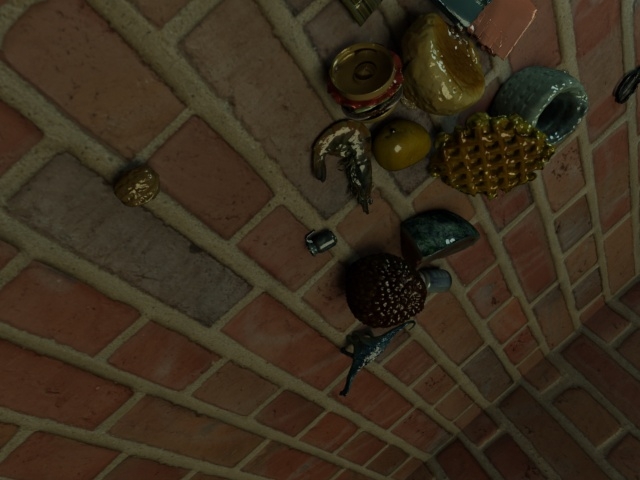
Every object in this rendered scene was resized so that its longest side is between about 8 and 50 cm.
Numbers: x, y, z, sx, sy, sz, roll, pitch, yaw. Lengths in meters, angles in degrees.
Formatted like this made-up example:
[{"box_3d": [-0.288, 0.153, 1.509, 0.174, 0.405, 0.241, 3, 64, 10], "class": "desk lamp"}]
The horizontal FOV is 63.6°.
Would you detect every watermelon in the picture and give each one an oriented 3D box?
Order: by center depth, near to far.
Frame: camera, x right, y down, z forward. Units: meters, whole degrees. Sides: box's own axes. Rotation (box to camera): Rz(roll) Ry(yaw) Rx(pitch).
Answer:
[{"box_3d": [0.367, -0.005, 1.656, 0.318, 0.148, 0.226, -7, 147, -48], "class": "watermelon"}]

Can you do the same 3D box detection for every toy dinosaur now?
[{"box_3d": [0.167, 0.376, 1.798, 0.363, 0.147, 0.076, -40, 140, -11], "class": "toy dinosaur"}]

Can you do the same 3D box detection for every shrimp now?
[{"box_3d": [0.064, -0.170, 1.337, 0.169, 0.058, 0.296, -21, 130, -12], "class": "shrimp"}]

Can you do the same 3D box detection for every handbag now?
[{"box_3d": [0.340, -0.593, 1.125, 0.144, 0.057, 0.221, 39, 99, -12], "class": "handbag"}, {"box_3d": [0.423, -0.554, 1.263, 0.212, 0.059, 0.157, 17, 112, -41], "class": "handbag"}]

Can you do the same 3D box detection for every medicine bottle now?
[{"box_3d": [0.359, 0.140, 1.774, 0.203, 0.083, 0.084, 2, 123, -38], "class": "medicine bottle"}]

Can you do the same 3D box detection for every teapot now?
[{"box_3d": [0.002, 0.003, 1.436, 0.083, 0.049, 0.064, -30, 137, -10], "class": "teapot"}]

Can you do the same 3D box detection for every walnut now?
[{"box_3d": [-0.374, -0.111, 1.061, 0.096, 0.083, 0.079, -32, 165, -10], "class": "walnut"}]

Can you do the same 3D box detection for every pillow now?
[{"box_3d": [0.121, -0.556, 1.064, 0.203, 0.038, 0.113, -49, 136, 9], "class": "pillow"}]

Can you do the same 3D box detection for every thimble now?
[{"box_3d": [0.624, -0.378, 1.467, 0.250, 0.172, 0.205, -37, 135, -1], "class": "thimble"}]

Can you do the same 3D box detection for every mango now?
[{"box_3d": [0.216, -0.246, 1.348, 0.195, 0.098, 0.137, -3, 128, -50], "class": "mango"}]

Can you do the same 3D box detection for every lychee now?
[{"box_3d": [0.194, 0.150, 1.556, 0.235, 0.271, 0.236, 8, 78, -41], "class": "lychee"}]

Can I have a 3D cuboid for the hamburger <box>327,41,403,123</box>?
[{"box_3d": [0.107, -0.340, 1.146, 0.175, 0.175, 0.137, -40, 151, 0], "class": "hamburger"}]

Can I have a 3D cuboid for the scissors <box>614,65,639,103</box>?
[{"box_3d": [1.101, -0.596, 1.731, 0.300, 0.022, 0.109, -52, 140, 12], "class": "scissors"}]

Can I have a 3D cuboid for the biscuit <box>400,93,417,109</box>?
[{"box_3d": [0.250, -0.390, 1.308, 0.120, 0.015, 0.120, -19, 133, -22], "class": "biscuit"}]

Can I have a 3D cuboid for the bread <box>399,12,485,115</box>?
[{"box_3d": [0.268, -0.397, 1.190, 0.244, 0.245, 0.134, 6, 162, -38], "class": "bread"}]

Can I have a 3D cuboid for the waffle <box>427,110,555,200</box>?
[{"box_3d": [0.467, -0.231, 1.433, 0.324, 0.068, 0.302, 18, 143, -17], "class": "waffle"}]
